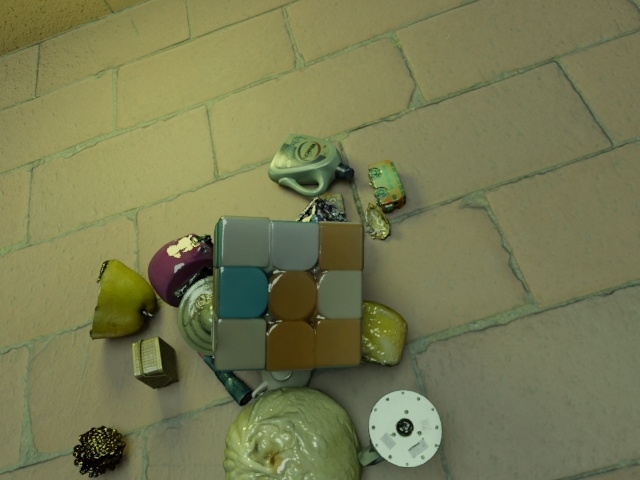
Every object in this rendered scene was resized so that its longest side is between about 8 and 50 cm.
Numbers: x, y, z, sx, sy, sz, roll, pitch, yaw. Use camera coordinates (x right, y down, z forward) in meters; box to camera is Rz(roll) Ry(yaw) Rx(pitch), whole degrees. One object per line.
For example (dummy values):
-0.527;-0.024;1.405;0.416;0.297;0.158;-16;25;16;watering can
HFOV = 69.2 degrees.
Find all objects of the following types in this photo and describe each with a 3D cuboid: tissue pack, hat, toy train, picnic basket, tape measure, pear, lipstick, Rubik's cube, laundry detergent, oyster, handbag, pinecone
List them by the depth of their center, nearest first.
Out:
-0.102;0.126;1.187;0.345;0.346;0.346;3;88;-15;Rubik's cube
-0.635;0.606;1.326;0.140;0.140;0.120;28;106;24;pinecone
-0.293;0.227;1.364;0.252;0.110;0.251;1;87;-17;hat
-0.294;0.393;1.385;0.234;0.053;0.053;37;78;28;lipstick
-0.490;0.366;1.386;0.080;0.164;0.115;-17;61;-5;picnic basket
-0.407;0.095;1.462;0.245;0.231;0.149;-45;63;-5;tape measure
0.000;0.000;1.463;0.208;0.127;0.228;42;88;21;handbag
0.188;-0.066;1.499;0.086;0.029;0.132;-8;74;27;oyster
-0.625;0.200;1.503;0.178;0.267;0.266;11;63;-16;pear
0.216;-0.183;1.530;0.099;0.072;0.188;-17;62;6;toy train
0.048;-0.113;1.558;0.063;0.035;0.083;-11;64;8;tissue pack
-0.022;-0.250;1.605;0.281;0.105;0.214;23;72;21;laundry detergent

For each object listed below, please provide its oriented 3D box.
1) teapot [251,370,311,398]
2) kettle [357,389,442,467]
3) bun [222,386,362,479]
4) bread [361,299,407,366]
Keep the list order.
-0.107;0.378;1.327;0.226;0.092;0.145;-35;60;-1;teapot
0.187;0.479;1.115;0.211;0.243;0.160;-35;60;-7;kettle
-0.074;0.539;1.159;0.349;0.227;0.352;-35;63;-7;bun
0.138;0.251;1.268;0.197;0.197;0.170;6;74;17;bread
